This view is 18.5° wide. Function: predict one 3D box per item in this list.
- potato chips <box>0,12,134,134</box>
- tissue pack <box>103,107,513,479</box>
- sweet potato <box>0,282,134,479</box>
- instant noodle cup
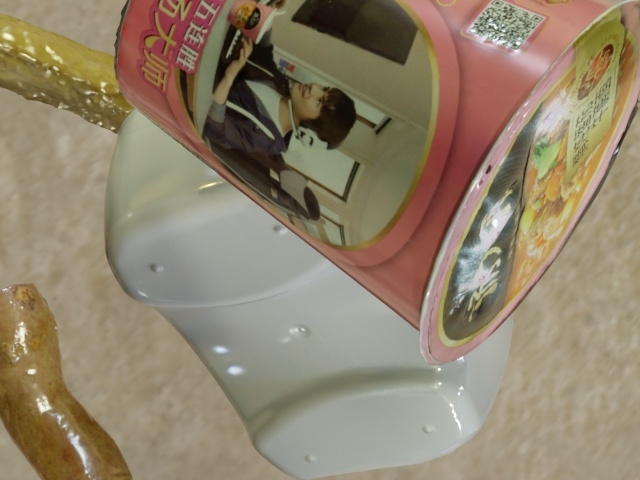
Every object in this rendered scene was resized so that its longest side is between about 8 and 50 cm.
[{"bbox_3d":[-0.165,-0.124,1.593,0.407,0.080,0.057,20,129,-20],"label":"potato chips"},{"bbox_3d":[0.000,0.000,1.486,0.229,0.236,0.333,-16,129,27],"label":"tissue pack"},{"bbox_3d":[-0.157,0.161,1.306,0.067,0.059,0.281,-48,63,43],"label":"sweet potato"},{"bbox_3d":[0.027,-0.089,1.119,0.255,0.244,0.244,32,119,19],"label":"instant noodle cup"}]
